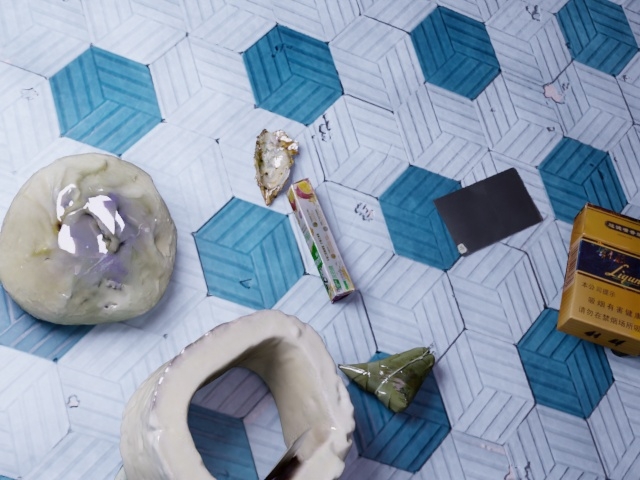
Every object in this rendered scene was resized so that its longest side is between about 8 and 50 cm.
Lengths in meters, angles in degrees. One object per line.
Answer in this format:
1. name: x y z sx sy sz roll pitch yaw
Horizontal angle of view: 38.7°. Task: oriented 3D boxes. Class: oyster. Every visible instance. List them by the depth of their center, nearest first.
1. oyster: -0.086 -0.129 1.541 0.086 0.029 0.132 30 69 1

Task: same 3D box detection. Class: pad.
1. pad: 0.304 -0.054 1.647 0.193 0.004 0.116 -23 80 -23

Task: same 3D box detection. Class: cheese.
1. cheese: -0.108 0.269 1.305 0.292 0.153 0.332 50 52 -1

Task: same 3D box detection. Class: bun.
1. bun: -0.341 -0.005 1.348 0.273 0.168 0.273 3 79 -14

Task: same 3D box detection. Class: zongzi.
1. zongzi: 0.118 0.188 1.486 0.130 0.062 0.154 33 59 9

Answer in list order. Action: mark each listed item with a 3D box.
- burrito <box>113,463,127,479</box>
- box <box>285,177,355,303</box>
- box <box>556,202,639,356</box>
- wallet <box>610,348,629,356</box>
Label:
1. burrito: -0.299 0.446 1.260 0.096 0.066 0.309 27 64 -4
2. box: 0.000 0.000 1.511 0.041 0.050 0.207 -18 78 -20
3. box: 0.509 0.066 1.596 0.152 0.070 0.237 19 64 -1
4. wallet: 0.608 0.108 1.666 0.250 0.044 0.149 -19 81 -22
